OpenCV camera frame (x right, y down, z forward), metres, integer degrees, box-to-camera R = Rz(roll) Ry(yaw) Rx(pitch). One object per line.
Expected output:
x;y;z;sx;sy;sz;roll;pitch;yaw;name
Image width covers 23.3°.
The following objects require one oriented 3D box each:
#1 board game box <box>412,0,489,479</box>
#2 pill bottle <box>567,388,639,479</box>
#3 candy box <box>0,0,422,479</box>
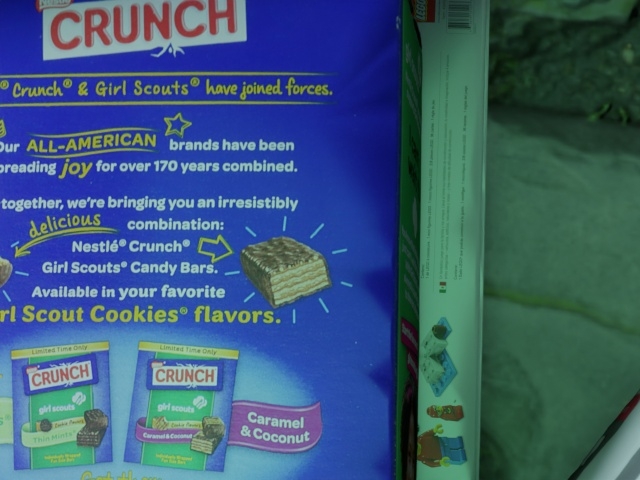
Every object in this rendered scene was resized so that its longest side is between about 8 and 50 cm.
0.000;0.000;0.904;0.193;0.053;0.305;2;76;6;board game box
0.145;0.235;0.773;0.176;0.176;0.318;39;82;12;pill bottle
-0.083;0.024;0.815;0.268;0.122;0.317;0;77;7;candy box
